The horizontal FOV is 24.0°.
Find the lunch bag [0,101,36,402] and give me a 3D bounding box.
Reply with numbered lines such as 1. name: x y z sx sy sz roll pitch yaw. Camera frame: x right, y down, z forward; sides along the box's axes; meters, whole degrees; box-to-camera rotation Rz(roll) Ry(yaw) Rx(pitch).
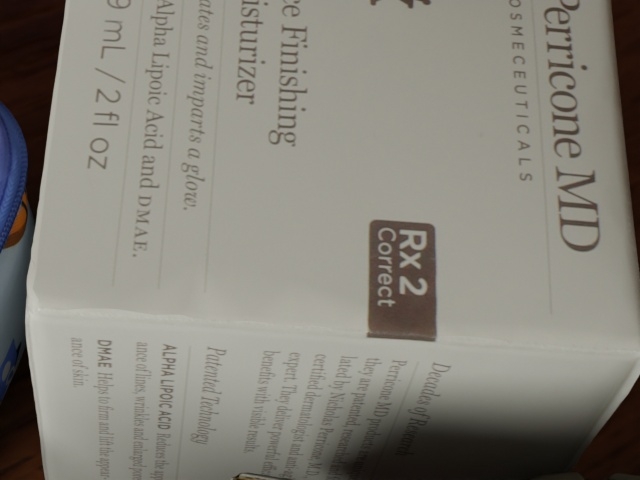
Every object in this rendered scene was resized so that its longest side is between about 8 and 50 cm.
1. lunch bag: -0.252 0.024 0.506 0.303 0.115 0.243 20 61 6

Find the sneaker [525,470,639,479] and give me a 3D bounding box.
1. sneaker: 0.161 0.169 0.475 0.267 0.101 0.106 29 63 11

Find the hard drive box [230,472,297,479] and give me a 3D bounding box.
1. hard drive box: 0.079 0.171 0.409 0.232 0.089 0.181 9 82 11

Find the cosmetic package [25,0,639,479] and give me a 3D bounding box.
1. cosmetic package: 0.000 0.000 0.525 0.183 0.151 0.151 4 60 -5
